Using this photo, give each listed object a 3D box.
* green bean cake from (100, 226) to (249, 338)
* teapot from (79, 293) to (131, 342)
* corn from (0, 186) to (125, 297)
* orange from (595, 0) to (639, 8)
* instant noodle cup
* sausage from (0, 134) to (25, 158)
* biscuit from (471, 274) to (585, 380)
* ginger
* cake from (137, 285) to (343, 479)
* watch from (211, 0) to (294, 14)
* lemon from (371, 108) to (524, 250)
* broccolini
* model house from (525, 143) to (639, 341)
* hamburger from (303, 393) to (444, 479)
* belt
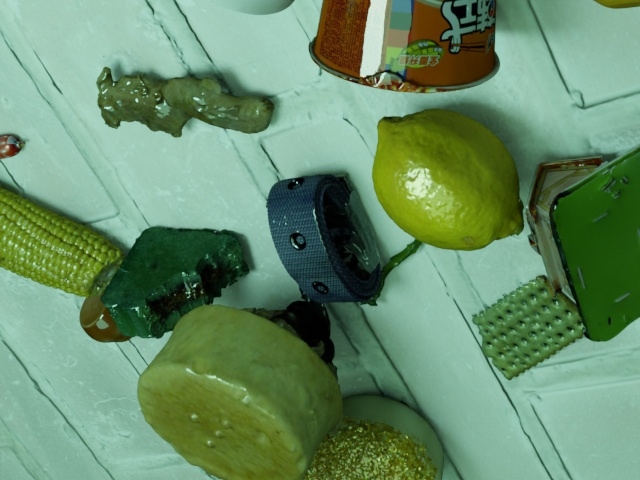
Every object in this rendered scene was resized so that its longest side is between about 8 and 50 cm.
[{"bbox_3d":[-0.244,0.077,1.879,0.193,0.208,0.107,6,132,22],"label":"green bean cake"},{"bbox_3d":[-0.375,0.140,2.060,0.173,0.116,0.116,-27,113,36],"label":"teapot"},{"bbox_3d":[-0.540,-0.008,1.981,0.387,0.144,0.144,24,133,5],"label":"corn"},{"bbox_3d":[0.364,-0.347,1.313,0.158,0.136,0.159,14,131,17],"label":"orange"},{"bbox_3d":[0.111,-0.319,1.386,0.250,0.250,0.192,12,122,15],"label":"instant noodle cup"},{"bbox_3d":[-0.574,-0.159,1.939,0.145,0.048,0.050,-7,161,22],"label":"sausage"},{"bbox_3d":[0.332,0.142,1.807,0.144,0.016,0.203,42,130,-13],"label":"biscuit"},{"bbox_3d":[-0.214,-0.206,1.715,0.290,0.084,0.122,6,122,19],"label":"ginger"},{"bbox_3d":[-0.097,0.207,1.844,0.332,0.321,0.332,18,138,17],"label":"cake"},{"bbox_3d":[-0.119,-0.400,1.418,0.244,0.231,0.196,32,135,-8],"label":"watch"},{"bbox_3d":[0.179,-0.084,1.574,0.256,0.188,0.188,39,132,1],"label":"lemon"},{"bbox_3d":[0.116,0.037,1.807,0.044,0.042,0.218,15,133,-25],"label":"broccolini"},{"bbox_3d":[0.398,-0.026,1.584,0.207,0.154,0.294,-32,129,-7],"label":"model house"},{"bbox_3d":[0.088,0.423,2.031,0.276,0.179,0.294,31,133,-2],"label":"hamburger"},{"bbox_3d":[0.000,0.000,1.762,0.126,0.140,0.231,-6,126,34],"label":"belt"}]
